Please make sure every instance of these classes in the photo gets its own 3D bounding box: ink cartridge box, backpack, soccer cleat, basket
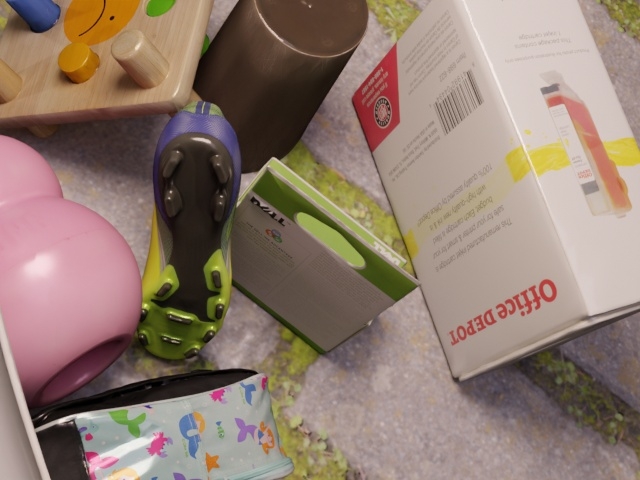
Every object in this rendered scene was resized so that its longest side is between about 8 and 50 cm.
[{"bbox_3d":[0.000,0.000,1.068,0.189,0.255,0.097,38,61,-5],"label":"ink cartridge box"},{"bbox_3d":[0.211,-0.065,1.169,0.160,0.279,0.384,-12,76,-26],"label":"ink cartridge box"},{"bbox_3d":[-0.152,0.216,0.944,0.253,0.225,0.191,-17,80,-37],"label":"backpack"},{"bbox_3d":[-0.128,-0.004,1.030,0.093,0.289,0.121,9,36,-6],"label":"soccer cleat"},{"bbox_3d":[-0.047,-0.205,1.146,0.154,0.227,0.204,35,61,-6],"label":"basket"}]

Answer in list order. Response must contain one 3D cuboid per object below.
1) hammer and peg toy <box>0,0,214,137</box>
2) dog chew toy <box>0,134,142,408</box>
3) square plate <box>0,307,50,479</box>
[{"bbox_3d":[-0.222,-0.283,1.108,0.266,0.127,0.361,-3,63,24],"label":"hammer and peg toy"},{"bbox_3d":[-0.319,-0.006,0.981,0.206,0.206,0.332,-32,77,-29],"label":"dog chew toy"},{"bbox_3d":[-0.374,0.142,0.866,0.049,0.347,0.344,11,57,-64],"label":"square plate"}]
